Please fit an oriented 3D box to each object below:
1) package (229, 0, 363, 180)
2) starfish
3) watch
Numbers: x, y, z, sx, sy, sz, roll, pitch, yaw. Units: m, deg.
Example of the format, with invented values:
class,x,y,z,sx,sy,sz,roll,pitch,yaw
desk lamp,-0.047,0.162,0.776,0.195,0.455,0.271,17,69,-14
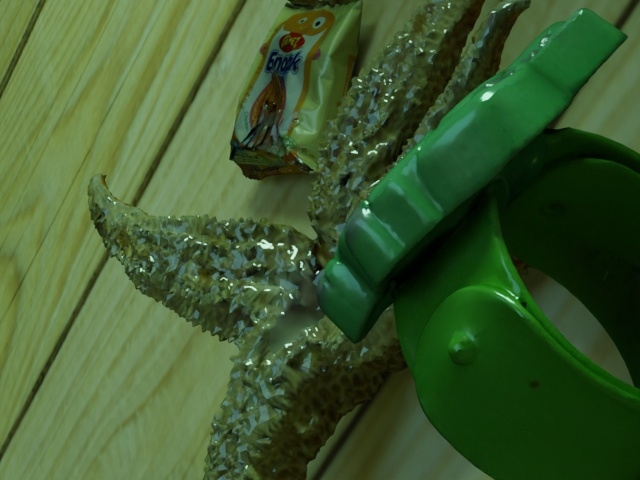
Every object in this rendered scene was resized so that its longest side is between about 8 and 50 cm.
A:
class,x,y,z,sx,sy,sz,roll,pitch,yaw
package,-0.014,-0.092,1.003,0.108,0.031,0.120,14,89,62
starfish,0.022,-0.011,0.841,0.293,0.084,0.301,-47,47,27
watch,0.099,0.008,0.648,0.131,0.152,0.165,-51,-8,38
